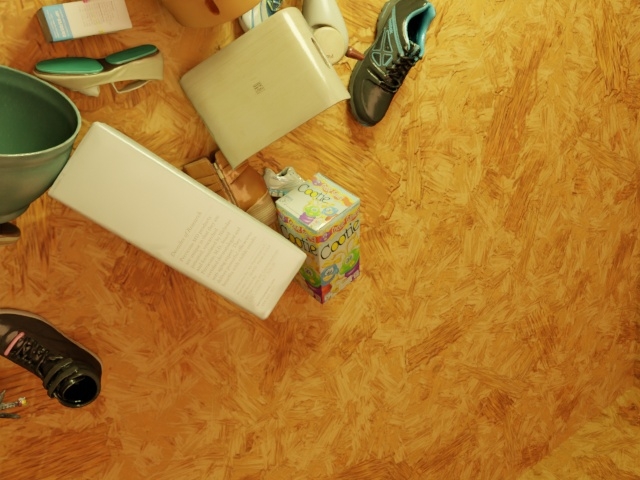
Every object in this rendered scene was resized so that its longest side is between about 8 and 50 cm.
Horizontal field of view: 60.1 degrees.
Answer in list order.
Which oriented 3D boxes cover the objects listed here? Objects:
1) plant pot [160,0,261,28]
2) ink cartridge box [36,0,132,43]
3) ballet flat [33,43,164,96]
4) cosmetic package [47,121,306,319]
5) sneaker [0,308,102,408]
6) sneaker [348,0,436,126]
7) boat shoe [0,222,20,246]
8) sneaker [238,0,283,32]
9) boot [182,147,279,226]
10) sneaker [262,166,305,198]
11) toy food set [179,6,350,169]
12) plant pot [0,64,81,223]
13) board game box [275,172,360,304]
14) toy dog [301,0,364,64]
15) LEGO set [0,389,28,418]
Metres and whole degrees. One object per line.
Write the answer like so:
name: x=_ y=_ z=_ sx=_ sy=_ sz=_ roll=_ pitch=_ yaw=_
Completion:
plant pot: x=-0.222 y=-0.546 z=1.047 sx=0.291 sy=0.291 sz=0.203 roll=-40 pitch=138 yaw=-16
ink cartridge box: x=-0.427 y=-0.420 z=1.044 sx=0.181 sy=0.104 sz=0.061 roll=-22 pitch=116 yaw=-25
ballet flat: x=-0.428 y=-0.326 z=1.097 sx=0.249 sy=0.086 sz=0.086 roll=-20 pitch=115 yaw=-27
cosmetic package: x=-0.273 y=-0.040 z=1.112 sx=0.453 sy=0.230 sz=0.161 roll=34 pitch=89 yaw=-16
sneaker: x=-0.570 y=0.244 z=1.143 sx=0.296 sy=0.147 sz=0.104 roll=41 pitch=83 yaw=-33
sneaker: x=0.177 y=-0.452 z=1.400 sx=0.125 sy=0.140 sz=0.340 roll=12 pitch=100 yaw=-37
boat shoe: x=-0.677 y=-0.003 z=1.052 sx=0.190 sy=0.068 sz=0.072 roll=6 pitch=115 yaw=-23
sneaker: x=-0.098 y=-0.561 z=1.196 sx=0.091 sy=0.126 sz=0.240 roll=19 pitch=94 yaw=-35
boot: x=-0.255 y=-0.075 z=1.272 sx=0.283 sy=0.109 sz=0.220 roll=-32 pitch=112 yaw=-4
sneaker: x=-0.063 y=-0.142 z=1.392 sx=0.191 sy=0.071 sz=0.082 roll=6 pitch=96 yaw=-34
toy food set: x=-0.122 y=-0.320 z=1.187 sx=0.306 sy=0.092 sz=0.219 roll=-30 pitch=94 yaw=10
plant pot: x=-0.584 y=-0.152 z=0.949 sx=0.293 sy=0.293 sz=0.196 roll=3 pitch=130 yaw=-33
board game box: x=0.000 y=0.000 z=1.363 sx=0.142 sy=0.144 sz=0.275 roll=-37 pitch=145 yaw=-26
toy dog: x=0.038 y=-0.534 z=1.254 sx=0.161 sy=0.220 sz=0.333 roll=0 pitch=124 yaw=-21
LEGO set: x=-0.742 y=0.411 z=1.058 sx=0.255 sy=0.192 sz=0.331 roll=19 pitch=94 yaw=-35
